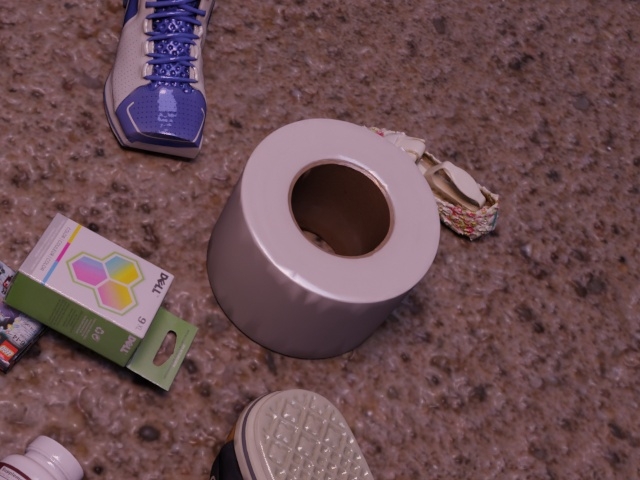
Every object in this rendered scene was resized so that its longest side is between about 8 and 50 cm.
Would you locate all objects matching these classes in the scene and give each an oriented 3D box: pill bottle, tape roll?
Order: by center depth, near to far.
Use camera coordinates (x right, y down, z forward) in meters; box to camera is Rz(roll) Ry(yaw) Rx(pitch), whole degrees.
[{"bbox_3d":[-0.312,0.272,1.132,0.086,0.086,0.152,40,55,4],"label":"pill bottle"},{"bbox_3d":[0.000,0.000,1.355,0.246,0.169,0.246,10,59,-16],"label":"tape roll"}]

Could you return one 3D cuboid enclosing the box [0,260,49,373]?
[{"bbox_3d":[-0.371,0.071,1.258,0.137,0.027,0.094,37,57,1],"label":"box"}]

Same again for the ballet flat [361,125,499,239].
[{"bbox_3d":[0.142,-0.094,1.519,0.241,0.077,0.091,32,57,-1],"label":"ballet flat"}]

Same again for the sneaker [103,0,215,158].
[{"bbox_3d":[-0.196,-0.277,1.428,0.127,0.182,0.315,6,60,-16],"label":"sneaker"}]

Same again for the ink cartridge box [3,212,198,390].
[{"bbox_3d":[-0.234,0.068,1.270,0.209,0.062,0.109,30,39,-8],"label":"ink cartridge box"}]

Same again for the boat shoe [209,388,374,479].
[{"bbox_3d":[0.016,0.401,1.144,0.187,0.156,0.500,-8,68,-41],"label":"boat shoe"}]
